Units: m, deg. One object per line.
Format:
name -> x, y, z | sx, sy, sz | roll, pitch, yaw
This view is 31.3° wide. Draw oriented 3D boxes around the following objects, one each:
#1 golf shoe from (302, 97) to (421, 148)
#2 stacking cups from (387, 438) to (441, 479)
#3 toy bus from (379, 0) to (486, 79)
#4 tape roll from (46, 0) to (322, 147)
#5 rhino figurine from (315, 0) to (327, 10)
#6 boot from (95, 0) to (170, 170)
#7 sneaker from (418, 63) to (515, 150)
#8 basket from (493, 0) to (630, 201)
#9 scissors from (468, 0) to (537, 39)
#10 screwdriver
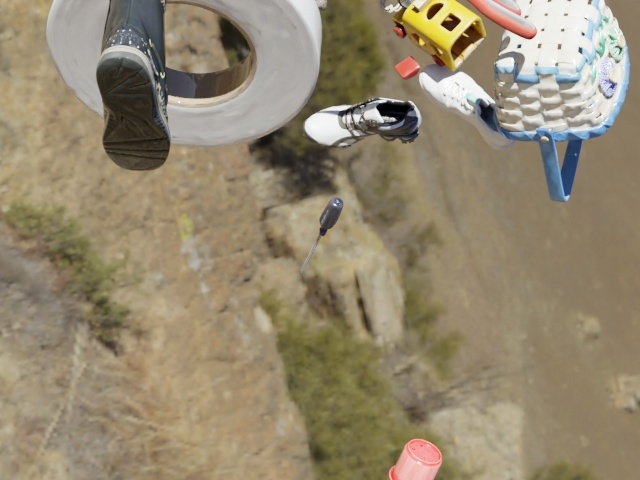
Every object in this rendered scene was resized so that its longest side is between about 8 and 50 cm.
golf shoe -> 0.067, -0.203, 1.872 | 0.094, 0.198, 0.077 | 84, 1, -69
stacking cups -> 0.120, 0.470, 1.879 | 0.316, 0.096, 0.096 | -66, 170, 28
toy bus -> 0.195, -0.398, 2.029 | 0.104, 0.202, 0.191 | 51, 35, -64
tape roll -> -0.191, -0.283, 1.627 | 0.392, 0.392, 0.072 | 49, 35, -44
rhino figurine -> -0.094, -0.463, 1.870 | 0.106, 0.073, 0.243 | -28, 84, -42
boot -> -0.224, -0.213, 1.417 | 0.236, 0.085, 0.179 | 95, -3, -59
sneaker -> 0.265, -0.248, 2.020 | 0.212, 0.080, 0.094 | 39, 1, 10
basket -> 0.377, -0.234, 1.779 | 0.289, 0.201, 0.255 | 65, 37, -52
scissors -> 0.175, -0.361, 1.565 | 0.297, 0.021, 0.109 | 24, 32, -24
screwdriver -> 0.000, 0.000, 1.555 | 0.024, 0.025, 0.170 | -50, 167, -40
